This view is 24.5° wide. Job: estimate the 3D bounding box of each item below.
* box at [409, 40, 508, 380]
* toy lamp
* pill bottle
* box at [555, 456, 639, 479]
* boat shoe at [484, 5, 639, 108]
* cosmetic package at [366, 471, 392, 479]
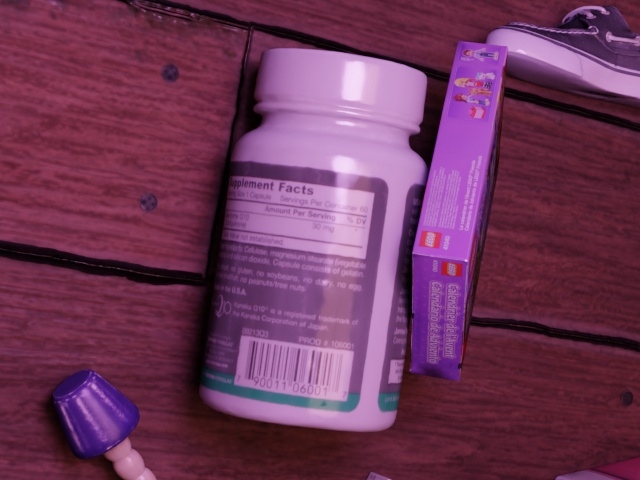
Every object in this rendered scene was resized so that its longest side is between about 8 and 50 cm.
[{"bbox_3d":[0.143,-0.032,1.517,0.201,0.057,0.293,86,15,-51],"label":"box"},{"bbox_3d":[-0.173,0.247,1.475,0.080,0.080,0.274,-42,113,-21],"label":"toy lamp"},{"bbox_3d":[0.000,0.000,1.485,0.204,0.204,0.361,9,89,-31],"label":"pill bottle"},{"bbox_3d":[0.416,0.348,1.798,0.232,0.127,0.148,-8,98,-30],"label":"box"},{"bbox_3d":[0.313,-0.224,1.711,0.301,0.108,0.102,9,89,-33],"label":"boat shoe"},{"bbox_3d":[0.061,0.323,1.637,0.060,0.041,0.115,35,76,-28],"label":"cosmetic package"}]
